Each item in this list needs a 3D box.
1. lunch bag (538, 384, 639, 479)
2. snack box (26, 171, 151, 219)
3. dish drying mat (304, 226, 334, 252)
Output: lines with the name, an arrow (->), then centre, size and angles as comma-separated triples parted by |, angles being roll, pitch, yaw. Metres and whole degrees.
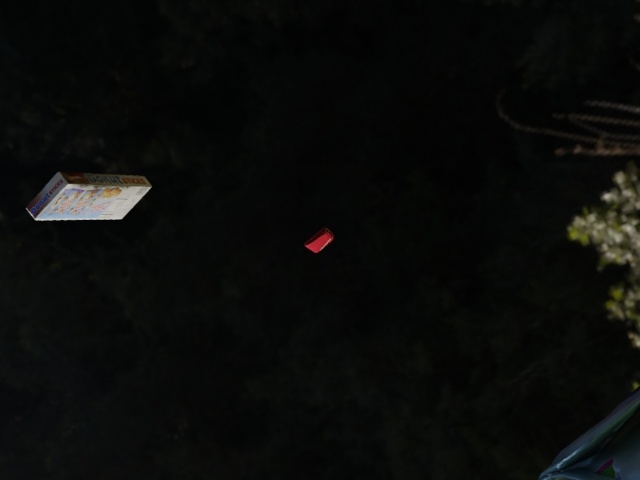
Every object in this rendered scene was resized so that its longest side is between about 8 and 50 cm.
lunch bag -> 0.283, 0.129, 0.691 | 0.160, 0.223, 0.262 | 56, 165, -21
snack box -> -0.277, -0.053, 1.338 | 0.022, 0.064, 0.178 | 52, -161, 14
dish drying mat -> 0.000, 0.000, 1.268 | 0.008, 0.032, 0.083 | 52, -178, 8
